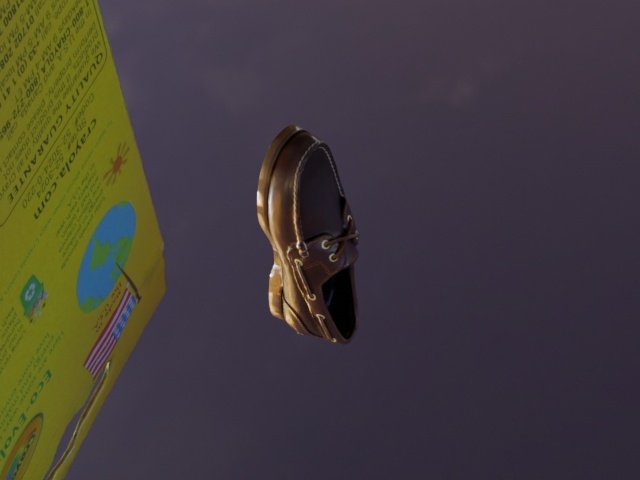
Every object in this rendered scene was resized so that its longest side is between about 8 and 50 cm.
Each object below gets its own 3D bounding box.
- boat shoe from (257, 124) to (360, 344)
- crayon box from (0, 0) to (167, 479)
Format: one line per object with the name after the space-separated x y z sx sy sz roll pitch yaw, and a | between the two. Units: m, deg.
0.000 0.000 1.068 0.073 0.207 0.073 29 -123 27 | boat shoe
-0.150 0.019 0.518 0.081 0.318 0.202 21 -116 12 | crayon box
